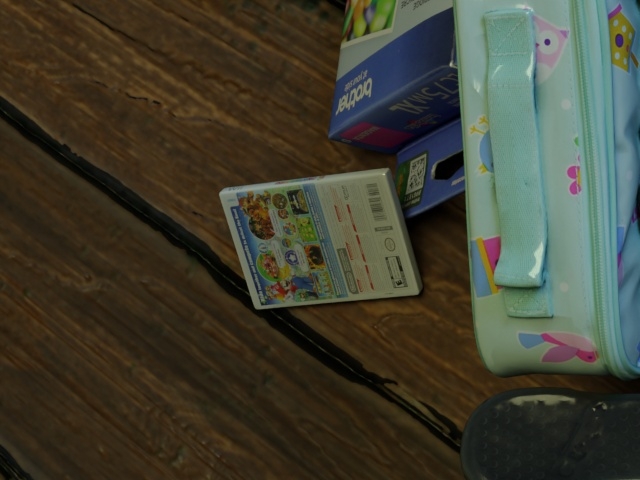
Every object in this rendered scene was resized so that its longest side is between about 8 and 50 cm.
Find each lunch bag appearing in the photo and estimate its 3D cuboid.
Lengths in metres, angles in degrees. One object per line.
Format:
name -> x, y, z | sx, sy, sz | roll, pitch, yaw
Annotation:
lunch bag -> 0.155, -0.061, 1.076 | 0.108, 0.224, 0.279 | -1, 102, 26

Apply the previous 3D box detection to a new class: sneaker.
sneaker -> 0.219, 0.141, 1.066 | 0.270, 0.145, 0.090 | 2, 64, 17

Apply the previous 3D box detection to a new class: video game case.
video game case -> 0.000, 0.000, 1.268 | 0.122, 0.011, 0.087 | -6, 113, 26

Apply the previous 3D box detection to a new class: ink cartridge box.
ink cartridge box -> 0.076, -0.177, 1.233 | 0.186, 0.065, 0.311 | 156, 122, -65
